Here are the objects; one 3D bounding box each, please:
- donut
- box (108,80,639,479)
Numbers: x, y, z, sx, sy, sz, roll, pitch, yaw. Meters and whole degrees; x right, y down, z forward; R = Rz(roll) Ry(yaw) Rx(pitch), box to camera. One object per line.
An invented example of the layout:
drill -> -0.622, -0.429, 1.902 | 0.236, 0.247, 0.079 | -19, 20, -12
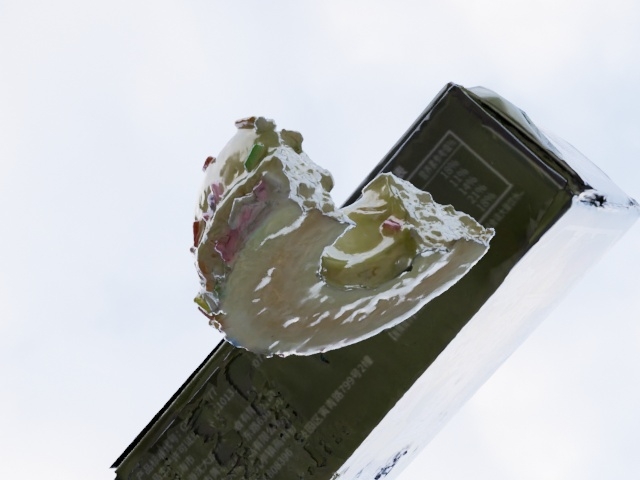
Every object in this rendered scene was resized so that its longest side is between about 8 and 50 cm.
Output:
donut -> -0.005, 0.002, 0.640 | 0.166, 0.065, 0.108 | 13, -50, -48
box -> 0.069, 0.077, 1.126 | 0.138, 0.373, 0.420 | 45, -77, 14
